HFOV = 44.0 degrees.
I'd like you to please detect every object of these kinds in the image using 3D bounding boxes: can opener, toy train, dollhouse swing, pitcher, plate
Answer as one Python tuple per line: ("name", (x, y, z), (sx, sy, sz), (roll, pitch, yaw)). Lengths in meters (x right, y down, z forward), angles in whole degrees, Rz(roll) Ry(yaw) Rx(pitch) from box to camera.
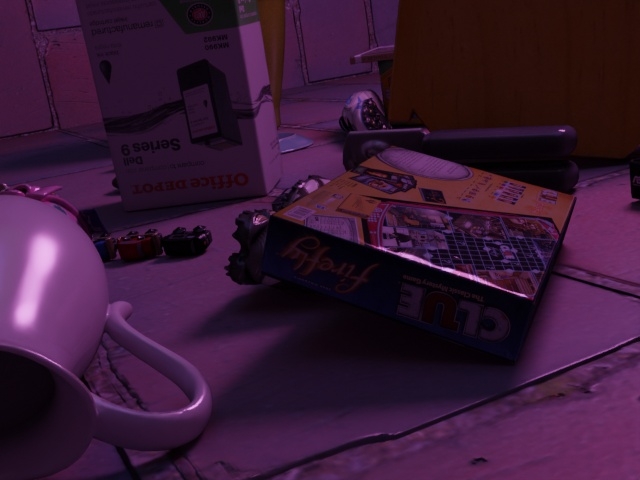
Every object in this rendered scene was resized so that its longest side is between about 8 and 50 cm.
("can opener", (0.155, -0.096, 0.903), (0.283, 0.076, 0.095), (2, 19, 32))
("toy train", (-0.188, 0.006, 0.811), (0.158, 0.027, 0.036), (-4, 26, 15))
("dollhouse swing", (0.287, -0.258, 1.068), (0.346, 0.315, 0.305), (6, 0, 9))
("pitcher", (-0.161, 0.055, 0.463), (0.177, 0.126, 0.207), (8, 20, -20))
("plate", (-0.106, -0.179, 1.473), (0.188, 0.024, 0.188), (-9, 15, 2))

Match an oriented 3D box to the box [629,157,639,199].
("box", (0.405, -0.061, 0.685), (0.190, 0.045, 0.184), (-14, 13, -16))

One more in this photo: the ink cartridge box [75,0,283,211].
("ink cartridge box", (-0.179, -0.198, 1.065), (0.211, 0.289, 0.121), (-6, 17, 10))

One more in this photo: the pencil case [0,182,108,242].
("pencil case", (-0.326, 0.021, 0.648), (0.283, 0.124, 0.124), (-5, 15, 17))

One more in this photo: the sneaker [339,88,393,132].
("sneaker", (0.075, -0.212, 1.411), (0.086, 0.085, 0.237), (-33, 14, 12))

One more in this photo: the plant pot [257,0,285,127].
("plant pot", (-0.230, -0.403, 1.744), (0.366, 0.353, 0.366), (-7, 14, 2))

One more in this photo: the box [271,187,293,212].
("box", (-0.015, -0.047, 0.926), (0.067, 0.018, 0.083), (-5, 15, 12))

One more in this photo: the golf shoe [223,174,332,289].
("golf shoe", (0.000, 0.000, 0.666), (0.093, 0.077, 0.198), (15, 23, 16))

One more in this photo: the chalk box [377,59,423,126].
("chalk box", (0.236, -0.295, 1.502), (0.212, 0.132, 0.132), (1, 18, 34))

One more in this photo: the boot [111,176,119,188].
("boot", (-0.270, -0.108, 1.262), (0.086, 0.042, 0.118), (0, 16, 37))

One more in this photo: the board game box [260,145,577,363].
("board game box", (0.085, -0.007, 0.565), (0.165, 0.042, 0.243), (18, 23, 18))

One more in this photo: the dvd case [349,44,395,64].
("dvd case", (0.183, -0.361, 1.490), (0.221, 0.018, 0.164), (-2, 18, 22))
